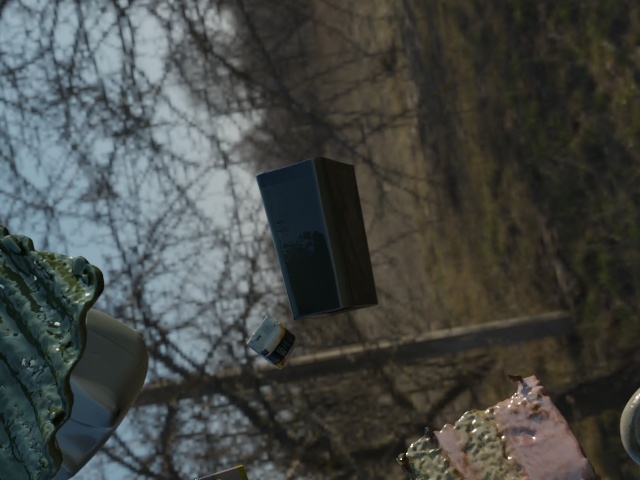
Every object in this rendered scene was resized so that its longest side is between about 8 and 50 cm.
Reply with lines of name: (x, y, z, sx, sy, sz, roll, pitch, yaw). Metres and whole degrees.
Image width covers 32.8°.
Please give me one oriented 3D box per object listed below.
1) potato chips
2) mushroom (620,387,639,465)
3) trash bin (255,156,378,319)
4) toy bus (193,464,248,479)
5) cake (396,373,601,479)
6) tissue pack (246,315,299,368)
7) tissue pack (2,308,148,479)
potato chips: (-0.388, 0.166, 1.185, 0.097, 0.389, 0.373, 7, -89, -56)
mushroom: (0.691, 0.369, 2.132, 0.204, 0.204, 0.204, -9, -90, -89)
trash bin: (0.000, 0.000, 1.748, 0.164, 0.122, 0.240, 8, -112, -68)
toy bus: (-0.169, 0.404, 1.769, 0.058, 0.102, 0.052, -36, 69, 47)
cake: (0.361, 0.482, 1.997, 0.293, 0.307, 0.314, 58, 178, 46)
tissue pack: (-0.075, 0.165, 1.755, 0.062, 0.042, 0.083, -56, -31, -10)
tissue pack: (-0.478, 0.282, 2.087, 0.333, 0.229, 0.236, -50, 14, 35)
